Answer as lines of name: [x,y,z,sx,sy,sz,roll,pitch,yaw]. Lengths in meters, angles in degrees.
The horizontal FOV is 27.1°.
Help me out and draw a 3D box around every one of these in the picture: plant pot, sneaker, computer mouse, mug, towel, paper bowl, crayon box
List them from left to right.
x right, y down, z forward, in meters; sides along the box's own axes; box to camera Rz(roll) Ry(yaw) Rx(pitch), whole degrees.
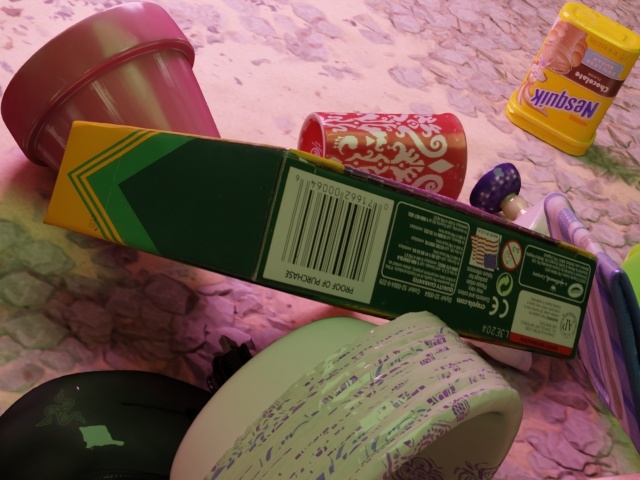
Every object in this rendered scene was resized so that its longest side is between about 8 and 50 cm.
plant pot: [-0.186,-0.103,1.314,0.201,0.201,0.180,-22,73,-45]
computer mouse: [-0.138,0.152,1.107,0.272,0.072,0.188,-1,44,-31]
crayon box: [0.000,0.000,1.145,0.363,0.106,0.313,16,-4,-40]
paper bowl: [0.003,0.170,0.984,0.284,0.284,0.148,-21,57,-44]
mug: [0.060,-0.090,1.521,0.169,0.150,0.113,2,78,-22]
sneaker: [0.225,0.050,1.435,0.094,0.080,0.212,37,55,-10]
towel: [0.274,0.079,1.270,0.034,0.209,0.285,-16,16,2]

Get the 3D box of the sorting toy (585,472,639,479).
sorting toy: [0.356,0.307,1.094,0.255,0.089,0.257,-9,35,14]

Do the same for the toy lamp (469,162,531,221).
toy lamp: [0.285,0.021,1.509,0.080,0.080,0.274,-13,51,-40]

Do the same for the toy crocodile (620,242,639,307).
toy crocodile: [0.434,0.000,1.431,0.340,0.115,0.105,-25,64,-27]

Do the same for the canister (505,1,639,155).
canister: [0.335,-0.214,1.751,0.126,0.170,0.073,30,36,8]
